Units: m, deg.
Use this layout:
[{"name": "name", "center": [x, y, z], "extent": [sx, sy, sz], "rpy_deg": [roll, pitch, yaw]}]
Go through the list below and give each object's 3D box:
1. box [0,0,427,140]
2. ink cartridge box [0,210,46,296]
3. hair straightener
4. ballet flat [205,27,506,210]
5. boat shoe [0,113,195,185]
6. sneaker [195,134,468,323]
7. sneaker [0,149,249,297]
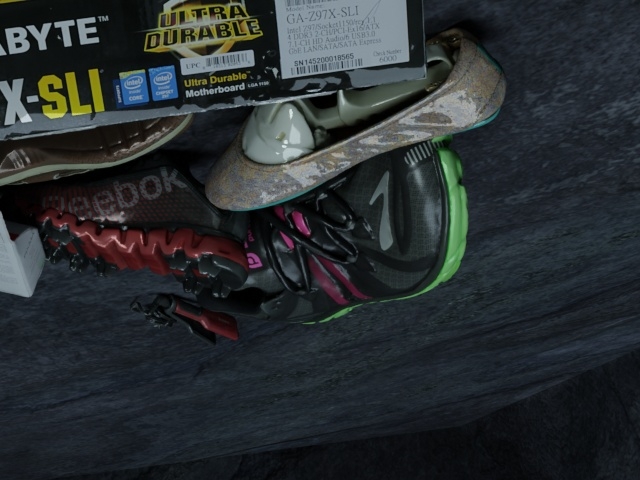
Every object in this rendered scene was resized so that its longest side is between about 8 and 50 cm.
[{"name": "box", "center": [-0.104, -0.148, 0.726], "extent": [0.257, 0.079, 0.322], "rpy_deg": [-11, -157, -7]}, {"name": "ink cartridge box", "center": [-0.367, -0.023, 1.200], "extent": [0.181, 0.056, 0.225], "rpy_deg": [13, 155, 0]}, {"name": "hair straightener", "center": [-0.213, 0.124, 1.873], "extent": [0.089, 0.047, 0.230], "rpy_deg": [-19, 161, 21]}, {"name": "ballet flat", "center": [0.015, -0.124, 1.190], "extent": [0.316, 0.108, 0.106], "rpy_deg": [-21, 141, 12]}, {"name": "boat shoe", "center": [-0.221, -0.102, 1.107], "extent": [0.257, 0.095, 0.095], "rpy_deg": [-10, 176, 16]}, {"name": "sneaker", "center": [0.000, 0.000, 1.398], "extent": [0.202, 0.185, 0.483], "rpy_deg": [-6, 161, -31]}, {"name": "sneaker", "center": [-0.198, -0.031, 1.310], "extent": [0.276, 0.135, 0.098], "rpy_deg": [10, 158, 9]}]
